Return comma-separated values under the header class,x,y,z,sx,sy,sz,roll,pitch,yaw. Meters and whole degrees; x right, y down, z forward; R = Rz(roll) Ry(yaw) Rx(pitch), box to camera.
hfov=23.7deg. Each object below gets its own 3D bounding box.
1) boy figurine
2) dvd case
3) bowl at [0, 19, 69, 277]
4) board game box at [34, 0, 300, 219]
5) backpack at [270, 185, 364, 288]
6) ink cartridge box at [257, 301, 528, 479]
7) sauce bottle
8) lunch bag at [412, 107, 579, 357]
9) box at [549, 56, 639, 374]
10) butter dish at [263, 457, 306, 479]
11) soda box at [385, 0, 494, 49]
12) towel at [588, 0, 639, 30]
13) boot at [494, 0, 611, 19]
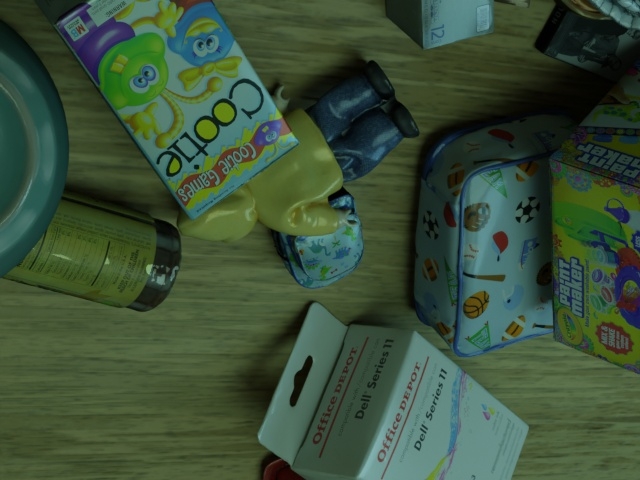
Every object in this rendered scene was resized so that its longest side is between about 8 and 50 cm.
class,x,y,z,sx,sy,sz,roll,pitch,yaw
boy figurine,-0.028,-0.077,1.694,0.285,0.092,0.177,-35,97,-2
dvd case,0.393,-0.273,1.844,0.239,0.029,0.179,15,112,-35
bowl,-0.367,-0.082,1.404,0.312,0.163,0.311,-2,96,-22
board game box,-0.160,-0.182,1.536,0.142,0.144,0.275,-35,130,-4
backpack,0.000,0.000,1.777,0.105,0.084,0.114,-24,131,-10
ink cartridge box,0.098,0.242,1.909,0.353,0.119,0.207,39,64,-39
sauce bottle,-0.316,-0.013,1.587,0.344,0.111,0.111,18,110,-31
lunch bag,0.239,-0.006,1.883,0.243,0.115,0.303,-17,127,-25
box,0.414,-0.037,1.809,0.279,0.177,0.290,-45,142,-34
butter dish,0.016,0.353,1.990,0.160,0.118,0.159,-15,125,-19
soda box,0.123,-0.354,1.604,0.091,0.098,0.286,-16,126,-17
towel,0.321,-0.389,1.611,0.284,0.121,0.235,34,64,-38
boot,0.288,-0.331,1.709,0.197,0.073,0.152,5,106,-21
